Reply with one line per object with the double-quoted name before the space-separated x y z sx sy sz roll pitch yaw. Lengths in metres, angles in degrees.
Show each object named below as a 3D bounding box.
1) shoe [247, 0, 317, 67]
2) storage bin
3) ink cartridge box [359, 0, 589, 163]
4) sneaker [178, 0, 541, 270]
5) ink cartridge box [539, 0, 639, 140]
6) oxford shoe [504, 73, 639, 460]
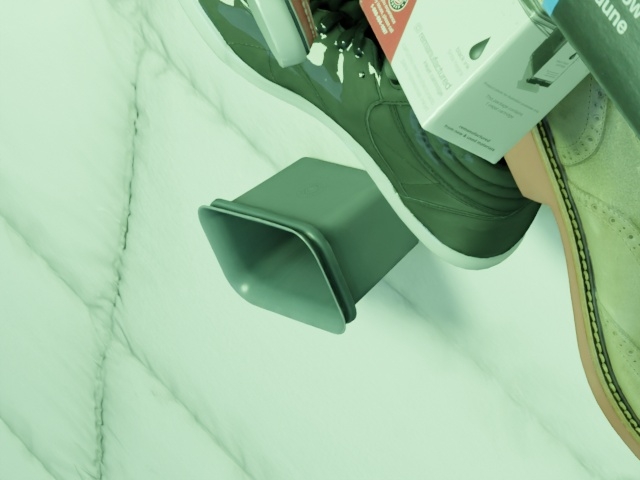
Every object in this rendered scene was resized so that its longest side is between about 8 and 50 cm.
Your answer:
"shoe" -0.015 -0.184 1.060 0.063 0.081 0.178 77 173 -69
"storage bin" 0.000 0.000 1.322 0.135 0.091 0.098 17 137 52
"ink cartridge box" 0.094 -0.120 0.916 0.056 0.135 0.099 22 -148 -41
"sneaker" 0.034 -0.121 1.109 0.296 0.104 0.147 45 153 1
"ink cartridge box" 0.141 -0.212 0.704 0.304 0.072 0.307 58 148 21
"oxford shoe" 0.201 0.018 0.981 0.130 0.123 0.348 -6 120 55
